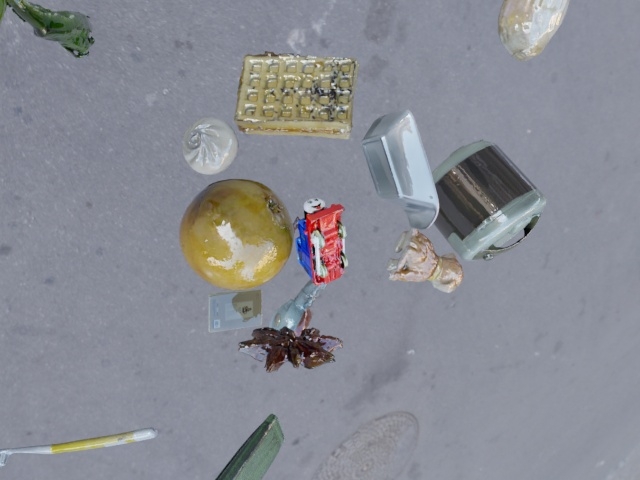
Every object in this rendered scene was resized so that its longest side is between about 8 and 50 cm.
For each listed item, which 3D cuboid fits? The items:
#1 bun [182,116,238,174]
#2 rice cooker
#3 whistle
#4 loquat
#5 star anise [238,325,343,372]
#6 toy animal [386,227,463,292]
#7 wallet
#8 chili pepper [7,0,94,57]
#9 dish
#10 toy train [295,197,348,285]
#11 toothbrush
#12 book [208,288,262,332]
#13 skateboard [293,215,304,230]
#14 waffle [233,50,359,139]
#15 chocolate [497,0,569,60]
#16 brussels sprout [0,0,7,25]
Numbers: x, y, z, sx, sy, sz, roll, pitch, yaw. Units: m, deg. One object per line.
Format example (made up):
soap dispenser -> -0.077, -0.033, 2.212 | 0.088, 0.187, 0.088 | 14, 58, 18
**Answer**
bun -> -0.336, -0.285, 1.420 | 0.173, 0.173, 0.120 | -56, 158, 6
rice cooker -> 0.516, -0.111, 1.523 | 0.335, 0.325, 0.335 | -32, 161, -12
whistle -> -0.063, 0.226, 1.601 | 0.346, 0.134, 0.142 | -56, 169, 9
loquat -> -0.187, -0.012, 1.105 | 0.263, 0.263, 0.263 | -18, 126, -26
star anise -> -0.077, 0.282, 1.269 | 0.288, 0.288, 0.088 | -6, 105, -33
toy animal -> 0.277, 0.037, 1.157 | 0.185, 0.104, 0.183 | 20, 119, -3
wallet -> -0.144, 0.404, 0.794 | 0.236, 0.055, 0.160 | -51, 161, -30
chili pepper -> -0.432, -0.364, 0.792 | 0.076, 0.359, 0.085 | 20, 97, -17
dish -> 0.149, -0.126, 0.936 | 0.064, 0.154, 0.234 | -24, 102, -16
toy train -> 0.000, 0.000, 1.055 | 0.083, 0.131, 0.204 | -22, 134, -19
toothbrush -> -0.384, 0.314, 0.725 | 0.288, 0.024, 0.021 | -11, 141, 7
book -> -0.300, 0.247, 1.701 | 0.199, 0.016, 0.138 | -3, 100, -30
skateboard -> -0.137, -0.056, 2.091 | 0.080, 0.067, 0.151 | 35, 134, -17
waffle -> -0.074, -0.456, 1.525 | 0.114, 0.376, 0.261 | 75, 22, -71
chocolate -> 0.454, -0.527, 0.973 | 0.134, 0.134, 0.309 | -8, 126, -32
brussels sprout -> -0.427, -0.265, 0.405 | 0.259, 0.227, 0.294 | -31, 150, -15
